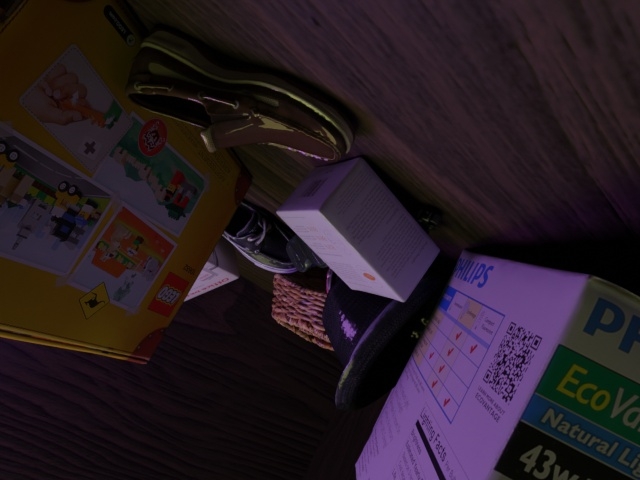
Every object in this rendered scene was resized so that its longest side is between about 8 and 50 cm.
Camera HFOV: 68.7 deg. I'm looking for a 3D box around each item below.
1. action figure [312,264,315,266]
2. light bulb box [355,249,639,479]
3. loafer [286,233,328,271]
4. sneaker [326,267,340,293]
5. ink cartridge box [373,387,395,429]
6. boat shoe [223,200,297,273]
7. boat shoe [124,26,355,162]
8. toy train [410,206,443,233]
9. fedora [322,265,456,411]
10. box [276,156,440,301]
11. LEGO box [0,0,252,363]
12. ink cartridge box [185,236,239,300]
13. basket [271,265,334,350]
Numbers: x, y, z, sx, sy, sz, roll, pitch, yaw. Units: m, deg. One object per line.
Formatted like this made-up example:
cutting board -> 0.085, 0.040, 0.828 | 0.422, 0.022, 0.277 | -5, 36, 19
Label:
action figure -> -0.044, 0.063, 1.320 | 0.038, 0.030, 0.115 | 20, 164, 50
light bulb box -> 0.216, 0.225, 0.509 | 0.225, 0.361, 0.358 | 27, -177, 1
loafer -> 0.000, 0.000, 0.919 | 0.096, 0.084, 0.267 | 61, 161, 0
sneaker -> 0.065, 0.066, 0.898 | 0.074, 0.063, 0.170 | 8, -155, 22
ink cartridge box -> 0.285, 0.331, 1.055 | 0.091, 0.308, 0.385 | 19, 165, 37
boat shoe -> -0.156, -0.026, 1.050 | 0.301, 0.108, 0.102 | 37, 167, -9
boat shoe -> -0.093, -0.132, 0.508 | 0.257, 0.095, 0.095 | 25, 167, 11
toy train -> 0.124, -0.019, 0.659 | 0.036, 0.027, 0.158 | 32, 167, -3
fedora -> 0.098, 0.136, 0.801 | 0.152, 0.334, 0.334 | 40, 174, 28
box -> 0.048, -0.013, 0.623 | 0.170, 0.091, 0.130 | 46, 162, -23
LEGO box -> -0.333, -0.070, 0.624 | 0.193, 0.373, 0.500 | 23, 166, 20
ink cartridge box -> -0.349, 0.040, 1.098 | 0.207, 0.117, 0.283 | -23, 154, 12
basket -> 0.024, 0.199, 1.098 | 0.299, 0.223, 0.213 | 14, -167, 40
